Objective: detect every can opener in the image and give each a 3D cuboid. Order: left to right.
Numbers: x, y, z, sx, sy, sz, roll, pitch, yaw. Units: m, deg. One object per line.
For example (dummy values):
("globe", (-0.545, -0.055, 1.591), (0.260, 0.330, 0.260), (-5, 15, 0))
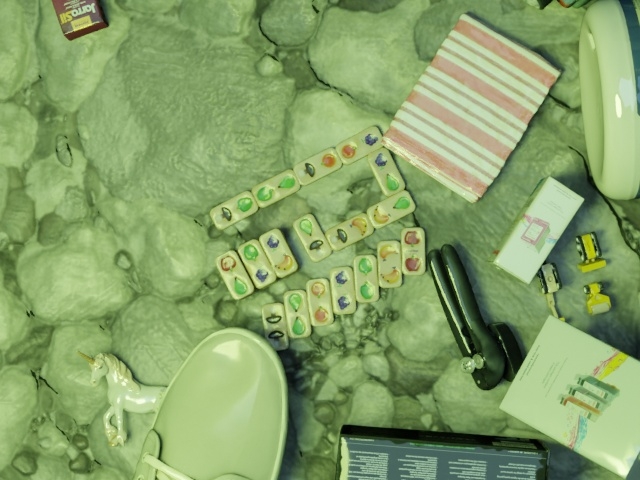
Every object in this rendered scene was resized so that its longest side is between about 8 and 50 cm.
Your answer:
("can opener", (0.176, 0.093, 1.876), (0.059, 0.073, 0.186), (-33, 82, 40))

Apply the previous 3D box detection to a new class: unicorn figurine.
("unicorn figurine", (-0.227, 0.197, 1.891), (0.161, 0.060, 0.111), (9, 88, -13))

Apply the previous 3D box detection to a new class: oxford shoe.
("oxford shoe", (-0.164, 0.314, 1.795), (0.169, 0.130, 0.449), (24, 87, 16))

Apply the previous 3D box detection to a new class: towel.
("towel", (0.183, -0.162, 1.892), (0.144, 0.029, 0.197), (33, 86, 3))

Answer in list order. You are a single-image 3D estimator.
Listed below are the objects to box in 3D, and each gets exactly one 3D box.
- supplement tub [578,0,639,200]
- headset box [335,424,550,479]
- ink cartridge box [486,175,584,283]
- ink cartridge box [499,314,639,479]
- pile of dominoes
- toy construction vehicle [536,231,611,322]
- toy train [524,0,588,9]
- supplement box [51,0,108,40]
("supplement tub", (0.470, -0.174, 1.772), (0.324, 0.235, 0.236), (-5, 88, 3))
("headset box", (0.134, 0.370, 1.823), (0.246, 0.131, 0.283), (3, 88, 3))
("ink cartridge box", (0.254, -0.011, 1.851), (0.052, 0.088, 0.122), (34, 91, 1))
("ink cartridge box", (0.325, 0.189, 1.789), (0.176, 0.128, 0.127), (29, 90, 30))
("pile of dominoes", (0.000, 0.000, 1.889), (0.251, 0.040, 0.196), (-28, 87, 2))
("toy construction vehicle", (0.304, 0.048, 1.878), (0.085, 0.035, 0.098), (-18, 90, -9))
("toy train", (0.362, -0.403, 1.808), (0.334, 0.190, 0.142), (-41, 86, 1))
("supplement box", (-0.301, -0.296, 1.913), (0.055, 0.043, 0.083), (-20, 88, 1))
